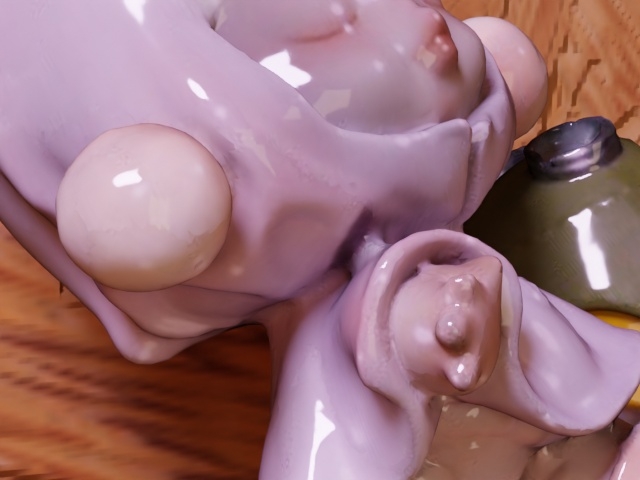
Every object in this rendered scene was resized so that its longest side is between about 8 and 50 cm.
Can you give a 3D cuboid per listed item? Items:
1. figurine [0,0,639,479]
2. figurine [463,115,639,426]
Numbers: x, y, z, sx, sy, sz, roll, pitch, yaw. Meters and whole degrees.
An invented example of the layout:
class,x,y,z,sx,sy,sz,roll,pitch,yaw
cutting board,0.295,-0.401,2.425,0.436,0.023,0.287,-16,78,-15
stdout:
class,x,y,z,sx,sy,sz,roll,pitch,yaw
figurine,-0.001,-0.001,0.486,0.276,0.133,0.200,56,35,8
figurine,0.058,0.061,0.570,0.250,0.166,0.141,-37,90,-8
